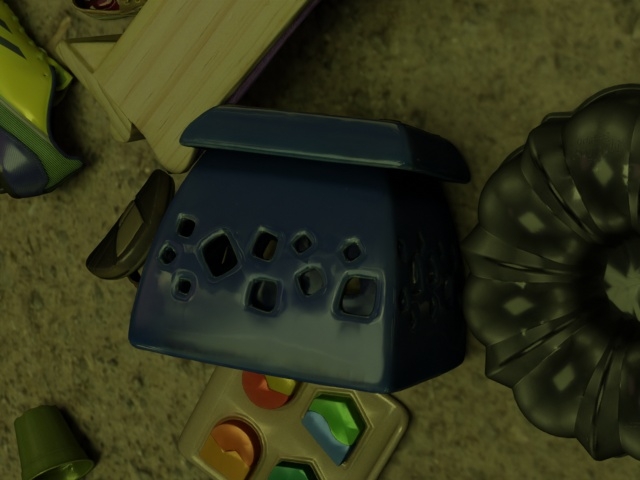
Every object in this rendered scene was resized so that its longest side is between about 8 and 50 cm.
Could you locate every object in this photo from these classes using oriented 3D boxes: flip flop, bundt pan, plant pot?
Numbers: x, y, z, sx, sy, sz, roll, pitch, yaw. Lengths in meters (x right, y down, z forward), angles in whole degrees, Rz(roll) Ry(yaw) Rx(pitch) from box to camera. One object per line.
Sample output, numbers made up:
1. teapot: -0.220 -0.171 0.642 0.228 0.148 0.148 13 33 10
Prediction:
1. flip flop: -0.158 0.005 1.090 0.080 0.277 0.112 36 81 -4
2. bundt pan: 0.256 0.035 0.933 0.331 0.124 0.330 4 98 28
3. plant pot: -0.303 0.227 1.279 0.083 0.083 0.079 -38 67 26
4. plant pot: 0.000 0.000 0.996 0.236 0.236 0.212 9 93 21

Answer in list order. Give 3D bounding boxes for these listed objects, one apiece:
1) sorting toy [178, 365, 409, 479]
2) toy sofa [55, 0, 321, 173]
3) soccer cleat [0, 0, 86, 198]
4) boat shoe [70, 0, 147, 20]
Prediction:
1. sorting toy: -0.036 0.192 1.151 0.208 0.038 0.193 35 110 21
2. toy sofa: -0.057 -0.234 1.035 0.177 0.150 0.362 49 120 10
3. soccer cleat: -0.334 -0.186 1.257 0.121 0.093 0.289 -19 81 -2
4. boat shoe: -0.196 -0.253 1.184 0.135 0.045 0.050 -11 91 28
